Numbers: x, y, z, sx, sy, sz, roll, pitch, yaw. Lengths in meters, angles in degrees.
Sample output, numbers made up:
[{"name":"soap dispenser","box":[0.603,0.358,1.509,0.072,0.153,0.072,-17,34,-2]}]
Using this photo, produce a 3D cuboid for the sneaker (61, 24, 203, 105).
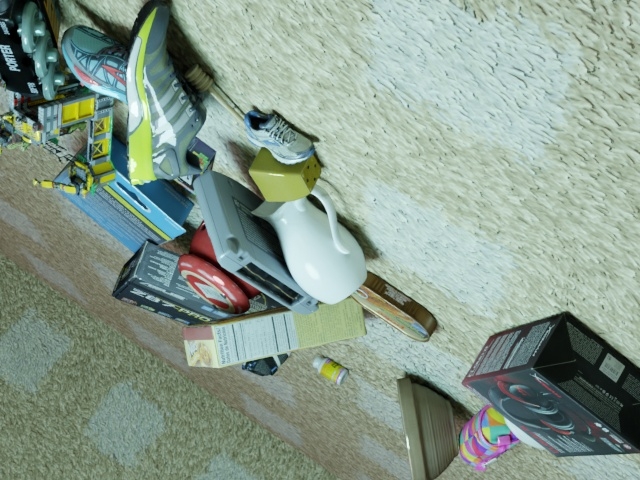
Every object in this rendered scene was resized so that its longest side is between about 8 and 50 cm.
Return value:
[{"name":"sneaker","box":[-0.292,-0.279,1.645,0.262,0.104,0.125,34,143,-4]}]

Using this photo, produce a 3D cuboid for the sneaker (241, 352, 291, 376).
[{"name":"sneaker","box":[-0.181,0.262,2.596,0.217,0.121,0.079,42,159,-16]}]

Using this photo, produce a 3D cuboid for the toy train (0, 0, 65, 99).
[{"name":"toy train","box":[-0.479,-0.353,1.622,0.142,0.190,0.334,6,164,-3]}]

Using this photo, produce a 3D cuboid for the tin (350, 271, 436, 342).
[{"name":"tin","box":[0.129,0.120,1.894,0.189,0.040,0.106,34,156,7]}]

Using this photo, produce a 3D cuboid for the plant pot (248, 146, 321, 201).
[{"name":"plant pot","box":[-0.048,-0.111,1.611,0.083,0.081,0.081,9,148,30]}]

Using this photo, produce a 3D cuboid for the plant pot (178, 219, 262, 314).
[{"name":"plant pot","box":[-0.172,0.033,1.998,0.191,0.174,0.191,32,158,15]}]

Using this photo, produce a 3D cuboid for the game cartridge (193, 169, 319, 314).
[{"name":"game cartridge","box":[-0.111,0.000,1.787,0.297,0.062,0.198,38,-158,-52]}]

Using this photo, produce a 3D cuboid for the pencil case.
[{"name":"pencil case","box":[0.342,0.396,2.065,0.104,0.104,0.236,32,160,11]}]

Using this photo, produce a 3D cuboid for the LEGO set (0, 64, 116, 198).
[{"name":"LEGO set","box":[-0.539,-0.215,1.895,0.331,0.192,0.255,37,129,23]}]

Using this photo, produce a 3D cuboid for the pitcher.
[{"name":"pitcher","box":[0.000,0.000,1.729,0.207,0.125,0.178,53,150,-11]}]

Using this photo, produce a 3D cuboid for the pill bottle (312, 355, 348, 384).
[{"name":"pill bottle","box":[0.023,0.314,2.488,0.083,0.043,0.043,28,159,20]}]

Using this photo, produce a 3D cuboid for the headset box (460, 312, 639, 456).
[{"name":"headset box","box":[0.377,0.241,1.642,0.218,0.110,0.293,38,160,-6]}]

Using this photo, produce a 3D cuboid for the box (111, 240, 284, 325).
[{"name":"box","box":[-0.255,0.137,2.330,0.395,0.097,0.318,23,161,-15]}]

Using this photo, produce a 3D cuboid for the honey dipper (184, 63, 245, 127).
[{"name":"honey dipper","box":[-0.149,-0.214,1.616,0.160,0.030,0.030,43,159,-26]}]

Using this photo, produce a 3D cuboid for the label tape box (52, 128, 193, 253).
[{"name":"label tape box","box":[-0.404,-0.107,2.156,0.249,0.115,0.347,42,155,-16]}]

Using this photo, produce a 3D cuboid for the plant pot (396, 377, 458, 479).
[{"name":"plant pot","box":[0.231,0.405,2.181,0.110,0.237,0.237,-9,150,3]}]

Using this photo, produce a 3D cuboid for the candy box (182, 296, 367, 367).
[{"name":"candy box","box":[-0.092,0.178,2.014,0.183,0.316,0.087,-14,87,64]}]

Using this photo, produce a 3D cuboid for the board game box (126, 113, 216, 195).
[{"name":"board game box","box":[-0.279,-0.171,1.896,0.170,0.048,0.141,36,158,1]}]

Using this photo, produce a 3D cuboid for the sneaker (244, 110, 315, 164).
[{"name":"sneaker","box":[-0.068,-0.161,1.567,0.135,0.052,0.058,24,152,30]}]

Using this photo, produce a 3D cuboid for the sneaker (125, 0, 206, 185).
[{"name":"sneaker","box":[-0.233,-0.222,1.553,0.121,0.111,0.300,0,126,-8]}]

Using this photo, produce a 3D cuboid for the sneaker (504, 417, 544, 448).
[{"name":"sneaker","box":[0.372,0.297,1.844,0.212,0.080,0.094,40,148,-7]}]
